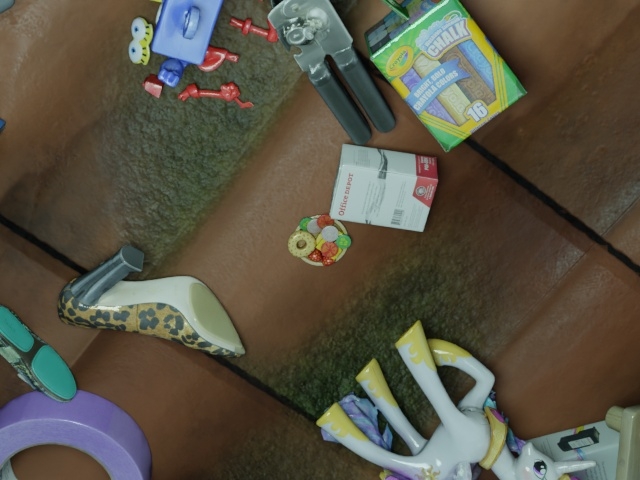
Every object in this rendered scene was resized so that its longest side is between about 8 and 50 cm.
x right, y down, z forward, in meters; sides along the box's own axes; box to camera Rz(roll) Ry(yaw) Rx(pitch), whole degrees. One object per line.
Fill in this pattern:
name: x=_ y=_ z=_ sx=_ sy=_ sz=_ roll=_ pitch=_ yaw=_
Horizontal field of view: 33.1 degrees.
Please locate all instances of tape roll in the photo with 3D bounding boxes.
tape roll: x=-0.406 y=0.370 z=1.684 sx=0.274 sy=0.090 sz=0.275 roll=0 pitch=113 yaw=-1

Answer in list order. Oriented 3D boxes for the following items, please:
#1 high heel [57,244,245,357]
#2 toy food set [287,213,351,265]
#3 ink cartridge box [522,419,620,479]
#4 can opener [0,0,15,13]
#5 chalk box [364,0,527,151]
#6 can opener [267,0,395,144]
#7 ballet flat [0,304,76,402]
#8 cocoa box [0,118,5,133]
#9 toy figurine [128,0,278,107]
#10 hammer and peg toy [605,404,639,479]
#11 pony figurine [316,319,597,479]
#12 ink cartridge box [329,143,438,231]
high heel: x=-0.252 y=0.123 z=1.594 sx=0.186 sy=0.093 sz=0.261 roll=-33 pitch=121 yaw=32
toy food set: x=0.000 y=0.000 z=1.560 sx=0.083 sy=0.020 sz=0.082 roll=34 pitch=109 yaw=-14
ink cartridge box: x=0.415 y=0.367 z=1.701 sx=0.175 sy=0.072 sz=0.127 roll=-16 pitch=113 yaw=6
can opener: x=-0.480 y=-0.242 z=1.267 sx=0.093 sy=0.280 sz=0.074 roll=1 pitch=125 yaw=49
chalk box: x=0.145 y=-0.249 z=1.389 sx=0.132 sy=0.132 sz=0.213 roll=-35 pitch=111 yaw=14
can opener: x=0.014 y=-0.237 z=1.389 sx=0.076 sy=0.095 sz=0.283 roll=-26 pitch=144 yaw=11
ballet flat: x=-0.444 y=0.173 z=1.618 sx=0.070 sy=0.070 sz=0.188 roll=-31 pitch=109 yaw=12
cocoa box: x=-0.617 y=-0.051 z=1.414 sx=0.231 sy=0.228 sz=0.347 roll=33 pitch=110 yaw=-13
toy figurine: x=-0.122 y=-0.305 z=1.314 sx=0.191 sy=0.217 sz=0.363 roll=20 pitch=113 yaw=-10
hammer and peg toy: x=0.531 y=0.300 z=1.590 sx=0.266 sy=0.127 sz=0.361 roll=-6 pitch=104 yaw=-29
pony figurine: x=0.177 y=0.337 z=1.597 sx=0.363 sy=0.303 sz=0.351 roll=44 pitch=109 yaw=1
ink cartridge box: x=0.087 y=-0.073 z=1.496 sx=0.135 sy=0.056 sz=0.099 roll=9 pitch=131 yaw=-5
